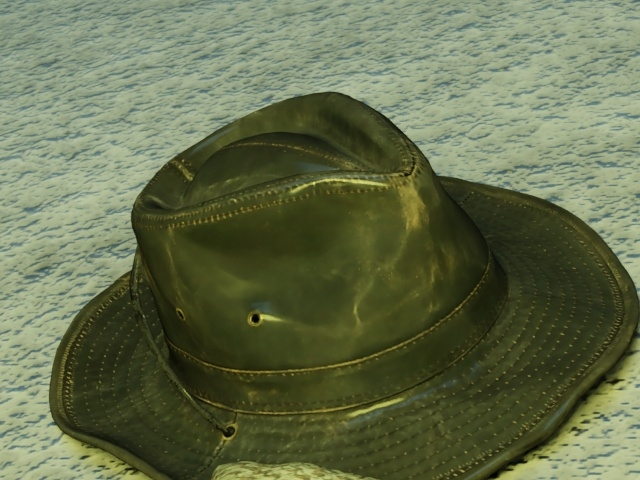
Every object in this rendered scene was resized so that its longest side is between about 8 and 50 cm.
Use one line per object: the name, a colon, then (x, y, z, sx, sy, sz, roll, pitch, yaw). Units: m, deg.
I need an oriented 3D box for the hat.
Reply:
hat: (0.000, 0.000, 0.917, 0.331, 0.134, 0.331, -10, 28, 5)

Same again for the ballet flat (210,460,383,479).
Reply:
ballet flat: (-0.092, 0.222, 0.518, 0.182, 0.164, 0.483, 16, 33, 19)
